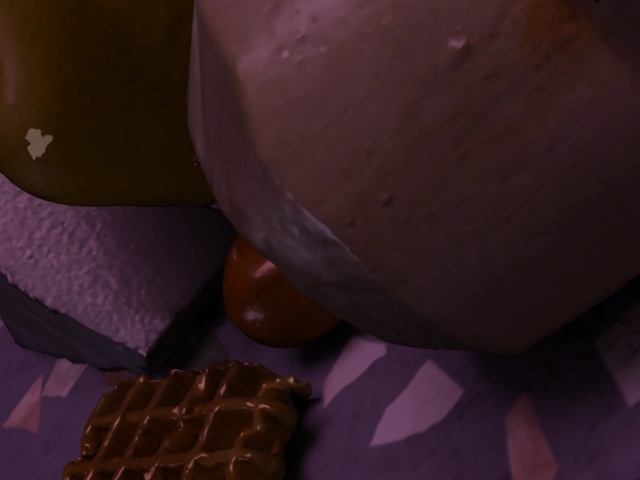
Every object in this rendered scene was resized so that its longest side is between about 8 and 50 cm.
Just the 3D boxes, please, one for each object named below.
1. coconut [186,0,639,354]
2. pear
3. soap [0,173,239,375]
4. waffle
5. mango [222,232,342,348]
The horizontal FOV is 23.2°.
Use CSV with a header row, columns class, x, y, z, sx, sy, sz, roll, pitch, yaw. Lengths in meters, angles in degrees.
class,x,y,z,sx,sy,sz,roll,pitch,yaw
coconut,0.091,-0.100,0.856,0.323,0.323,0.323,-37,29,24
pear,-0.087,-0.207,1.133,0.418,0.362,0.362,-31,19,-23
soap,-0.172,0.036,1.361,0.159,0.258,0.302,-58,-17,-16
waffle,-0.112,0.186,1.043,0.229,0.057,0.219,-13,43,49
mango,-0.005,0.002,1.090,0.115,0.089,0.165,-15,37,50
